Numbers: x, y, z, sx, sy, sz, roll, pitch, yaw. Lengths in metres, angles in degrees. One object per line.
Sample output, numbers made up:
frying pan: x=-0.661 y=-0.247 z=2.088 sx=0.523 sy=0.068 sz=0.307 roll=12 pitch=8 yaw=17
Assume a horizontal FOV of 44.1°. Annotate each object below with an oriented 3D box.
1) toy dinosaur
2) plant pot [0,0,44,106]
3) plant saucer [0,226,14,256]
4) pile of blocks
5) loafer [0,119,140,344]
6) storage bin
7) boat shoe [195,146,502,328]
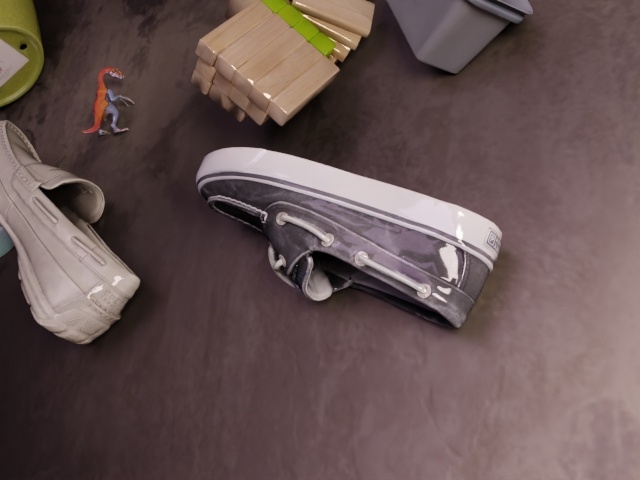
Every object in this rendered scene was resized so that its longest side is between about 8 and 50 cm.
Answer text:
toy dinosaur: x=-0.251 y=-0.167 z=0.933 sx=0.047 sy=0.090 sz=0.082 roll=-12 pitch=92 yaw=9
plant pot: x=-0.505 y=-0.319 z=1.059 sx=0.275 sy=0.275 sz=0.293 roll=-42 pitch=68 yaw=6
plant saucer: x=-0.408 y=-0.031 z=0.984 sx=0.119 sy=0.021 sz=0.119 roll=-14 pitch=60 yaw=25
pile of blocks: x=-0.027 y=-0.249 z=0.833 sx=0.112 sy=0.149 sz=0.362 roll=130 pitch=158 yaw=-58
loafer: x=-0.289 y=-0.030 z=0.865 sx=0.111 sy=0.112 sz=0.319 roll=-39 pitch=61 yaw=3
storage bin: x=0.121 y=-0.224 z=0.732 sx=0.091 sy=0.098 sz=0.135 roll=-48 pitch=47 yaw=37
boat shoe: x=0.000 y=0.000 z=0.680 sx=0.301 sy=0.108 sz=0.102 roll=18 pitch=75 yaw=28
